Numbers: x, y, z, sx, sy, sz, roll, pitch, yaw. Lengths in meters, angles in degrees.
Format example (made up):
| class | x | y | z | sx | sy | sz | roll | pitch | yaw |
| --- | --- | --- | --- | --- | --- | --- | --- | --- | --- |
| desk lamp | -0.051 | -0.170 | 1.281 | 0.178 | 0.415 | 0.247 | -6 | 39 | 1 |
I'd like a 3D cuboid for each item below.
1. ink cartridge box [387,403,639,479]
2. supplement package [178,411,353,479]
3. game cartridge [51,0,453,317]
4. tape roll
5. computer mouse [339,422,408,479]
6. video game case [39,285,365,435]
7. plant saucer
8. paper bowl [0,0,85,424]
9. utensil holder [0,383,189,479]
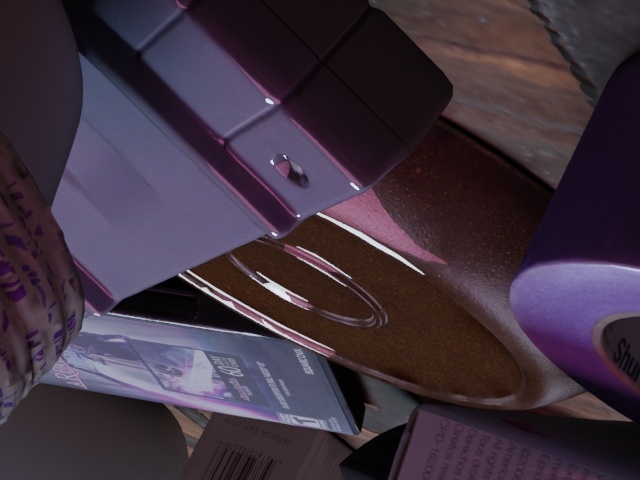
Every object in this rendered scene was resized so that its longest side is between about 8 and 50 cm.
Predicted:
| class | x | y | z | sx | sy | sz | roll | pitch | yaw |
| --- | --- | --- | --- | --- | --- | --- | --- | --- | --- |
| ink cartridge box | 0.231 | 0.145 | 0.746 | 0.330 | 0.071 | 0.324 | 17 | -179 | 27 |
| supplement package | -0.014 | 0.209 | 1.459 | 0.105 | 0.105 | 0.179 | 13 | 159 | 39 |
| game cartridge | -0.115 | -0.079 | 0.688 | 0.230 | 0.068 | 0.355 | 41 | 160 | -10 |
| tape roll | 0.160 | 0.021 | 0.610 | 0.189 | 0.080 | 0.189 | 25 | 164 | 8 |
| computer mouse | 0.150 | 0.156 | 1.125 | 0.262 | 0.060 | 0.184 | 10 | 169 | 45 |
| video game case | -0.118 | 0.063 | 1.189 | 0.274 | 0.026 | 0.196 | 7 | 160 | 11 |
| plant saucer | 0.000 | 0.000 | 0.873 | 0.310 | 0.050 | 0.310 | 26 | 165 | 8 |
| paper bowl | -0.183 | -0.057 | 0.560 | 0.284 | 0.148 | 0.284 | 35 | 159 | 16 |
| utensil holder | -0.340 | 0.170 | 1.472 | 0.385 | 0.328 | 0.327 | 36 | 162 | -32 |
